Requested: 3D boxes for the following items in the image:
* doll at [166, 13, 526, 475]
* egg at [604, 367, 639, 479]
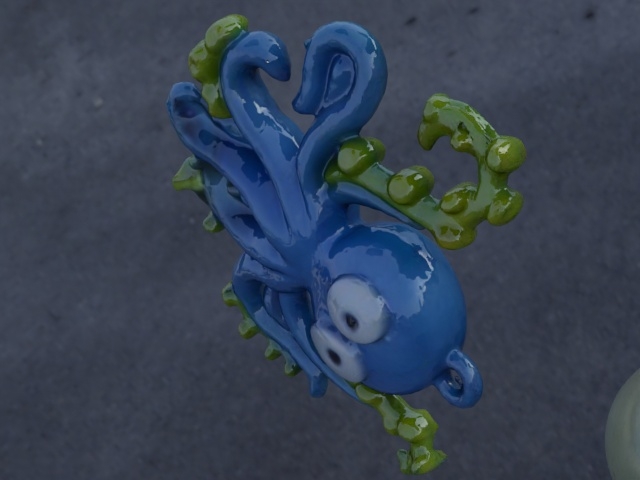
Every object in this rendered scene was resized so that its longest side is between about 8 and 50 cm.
[{"bbox_3d":[0.000,0.000,1.071,0.341,0.346,0.099,41,48,14],"label":"doll"},{"bbox_3d":[0.350,0.184,1.259,0.188,0.188,0.254,-40,11,-7],"label":"egg"}]
